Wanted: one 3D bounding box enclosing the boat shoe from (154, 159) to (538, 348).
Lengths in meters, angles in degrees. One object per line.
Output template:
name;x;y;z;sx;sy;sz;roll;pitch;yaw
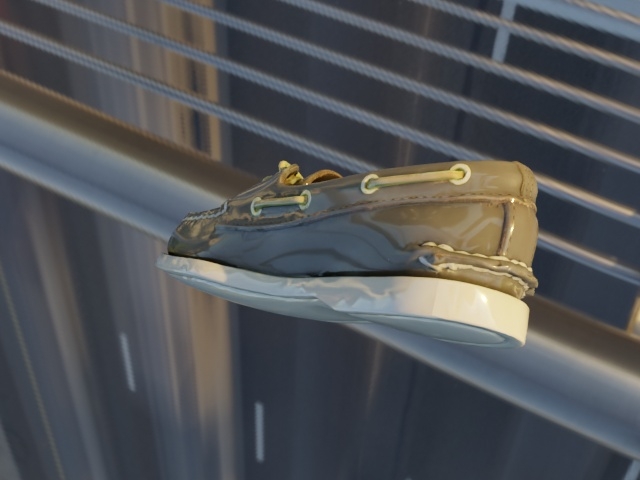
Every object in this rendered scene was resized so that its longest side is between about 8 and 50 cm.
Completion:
boat shoe;0.003;0.001;0.562;0.109;0.091;0.305;20;169;-38
